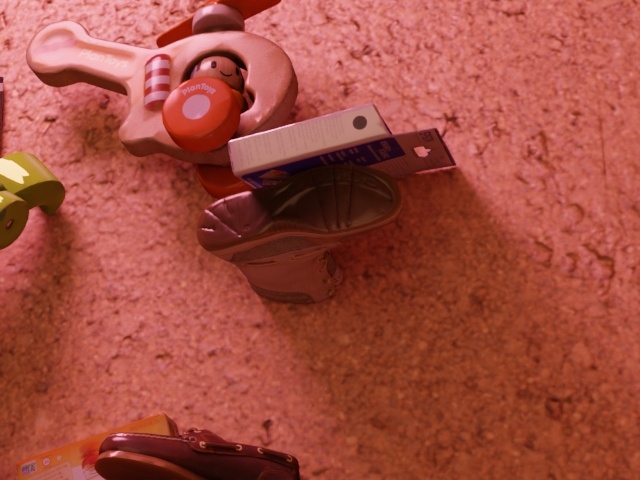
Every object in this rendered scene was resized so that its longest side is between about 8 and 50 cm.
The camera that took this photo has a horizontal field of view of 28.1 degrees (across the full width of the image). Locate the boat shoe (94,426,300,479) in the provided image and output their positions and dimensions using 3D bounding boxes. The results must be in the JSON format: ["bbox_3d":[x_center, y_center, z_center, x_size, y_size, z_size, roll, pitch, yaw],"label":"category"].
[{"bbox_3d":[-0.119,0.224,1.268,0.207,0.073,0.073,19,52,-15],"label":"boat shoe"}]

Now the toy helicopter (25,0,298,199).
[{"bbox_3d":[-0.186,-0.206,1.489,0.355,0.140,0.235,17,69,24],"label":"toy helicopter"}]

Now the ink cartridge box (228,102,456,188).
[{"bbox_3d":[0.029,-0.091,1.335,0.208,0.206,0.045,-11,81,9],"label":"ink cartridge box"}]

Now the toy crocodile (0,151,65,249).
[{"bbox_3d":[-0.426,0.017,1.418,0.115,0.105,0.340,29,59,21],"label":"toy crocodile"}]

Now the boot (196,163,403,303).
[{"bbox_3d":[0.000,0.000,1.320,0.213,0.165,0.077,-12,60,16],"label":"boot"}]

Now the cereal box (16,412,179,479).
[{"bbox_3d":[-0.206,0.314,1.294,0.173,0.047,0.240,-20,61,4],"label":"cereal box"}]

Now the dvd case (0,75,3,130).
[{"bbox_3d":[-0.470,-0.112,1.538,0.164,0.018,0.221,6,63,-19],"label":"dvd case"}]
